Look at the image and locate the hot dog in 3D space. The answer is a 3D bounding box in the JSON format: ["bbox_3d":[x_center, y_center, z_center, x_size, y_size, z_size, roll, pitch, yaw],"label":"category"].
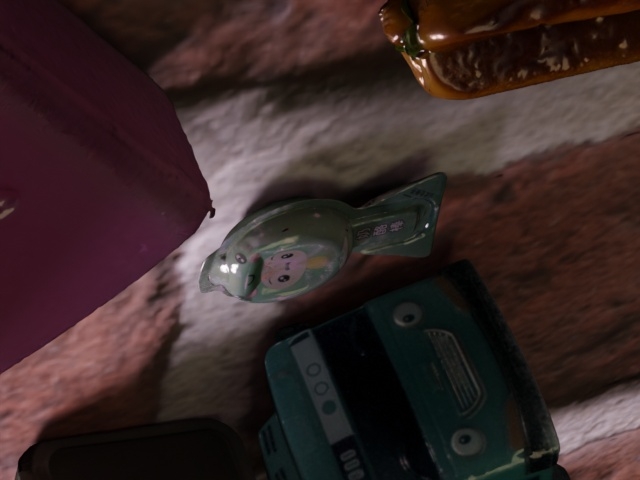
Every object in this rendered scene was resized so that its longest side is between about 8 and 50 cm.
[{"bbox_3d":[0.113,-0.103,0.642,0.188,0.055,0.072,-13,147,-19],"label":"hot dog"}]

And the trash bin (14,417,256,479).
[{"bbox_3d":[-0.108,0.235,0.855,0.122,0.164,0.240,-5,142,-28],"label":"trash bin"}]

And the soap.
[{"bbox_3d":[-0.177,-0.036,0.516,0.181,0.081,0.259,-33,146,11],"label":"soap"}]

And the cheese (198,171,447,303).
[{"bbox_3d":[0.000,0.000,0.731,0.120,0.026,0.067,-15,145,-17],"label":"cheese"}]

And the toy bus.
[{"bbox_3d":[0.049,0.136,0.859,0.147,0.128,0.256,-20,148,-7],"label":"toy bus"}]
